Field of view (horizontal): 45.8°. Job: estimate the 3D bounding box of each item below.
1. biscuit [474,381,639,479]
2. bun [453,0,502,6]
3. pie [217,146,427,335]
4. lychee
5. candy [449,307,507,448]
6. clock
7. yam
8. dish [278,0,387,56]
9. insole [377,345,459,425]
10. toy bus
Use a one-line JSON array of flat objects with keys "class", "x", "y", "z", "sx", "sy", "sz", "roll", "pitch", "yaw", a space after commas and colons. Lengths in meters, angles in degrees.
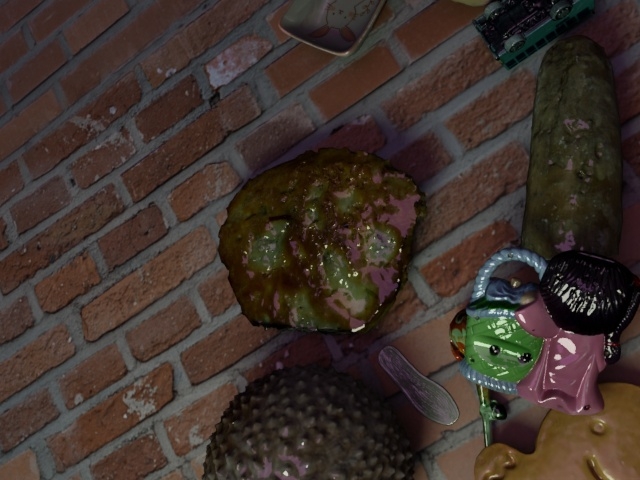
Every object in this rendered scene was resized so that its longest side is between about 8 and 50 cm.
[{"class": "biscuit", "x": 0.331, "y": 0.339, "z": 0.951, "sx": 0.355, "sy": 0.052, "sz": 0.275, "roll": -47, "pitch": 67, "yaw": -1}, {"class": "bun", "x": 0.246, "y": -0.442, "z": 1.129, "sx": 0.178, "sy": 0.128, "sz": 0.193, "roll": 22, "pitch": 78, "yaw": 26}, {"class": "pie", "x": 0.000, "y": 0.000, "z": 1.166, "sx": 0.354, "sy": 0.103, "sz": 0.288, "roll": -2, "pitch": 80, "yaw": 28}, {"class": "lychee", "x": -0.022, "y": 0.310, "z": 1.025, "sx": 0.300, "sy": 0.300, "sz": 0.300, "roll": -5, "pitch": 78, "yaw": 23}, {"class": "candy", "x": 0.226, "y": 0.233, "z": 1.044, "sx": 0.078, "sy": 0.084, "sz": 0.288, "roll": -6, "pitch": 85, "yaw": 18}, {"class": "clock", "x": 0.277, "y": 0.100, "z": 0.929, "sx": 0.194, "sy": 0.100, "sz": 0.195, "roll": 17, "pitch": 112, "yaw": 14}, {"class": "yam", "x": 0.341, "y": -0.121, "z": 1.028, "sx": 0.133, "sy": 0.133, "sz": 0.330, "roll": -1, "pitch": 76, "yaw": 24}, {"class": "dish", "x": 0.046, "y": -0.403, "z": 1.235, "sx": 0.151, "sy": 0.077, "sz": 0.212, "roll": 28, "pitch": 92, "yaw": 24}, {"class": "insole", "x": 0.142, "y": 0.213, "z": 1.116, "sx": 0.053, "sy": 0.002, "sz": 0.153, "roll": -48, "pitch": 66, "yaw": 9}, {"class": "toy bus", "x": 0.313, "y": -0.327, "z": 1.093, "sx": 0.160, "sy": 0.092, "sz": 0.079, "roll": -34, "pitch": 70, "yaw": 21}]
